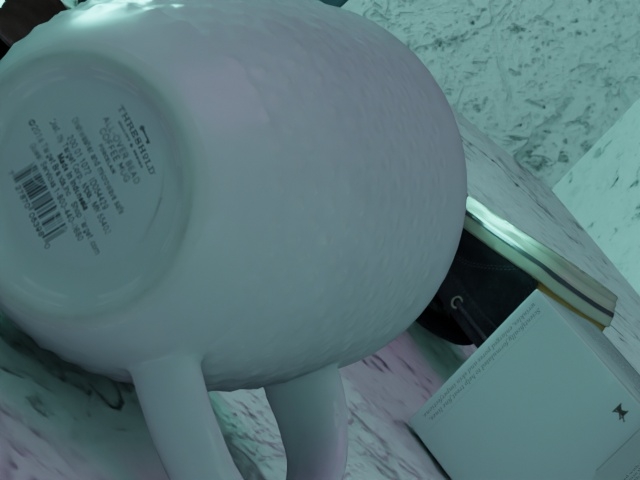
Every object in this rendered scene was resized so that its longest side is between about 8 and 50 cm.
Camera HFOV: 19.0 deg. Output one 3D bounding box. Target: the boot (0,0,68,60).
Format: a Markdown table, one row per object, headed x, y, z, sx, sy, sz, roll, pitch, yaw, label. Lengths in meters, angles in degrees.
| x | y | z | sx | sy | sz | roll | pitch | yaw | label |
| --- | --- | --- | --- | --- | --- | --- | --- | --- | --- |
| -0.281 | -0.206 | 1.676 | 0.248 | 0.090 | 0.207 | 45 | 8 | -9 | boot |

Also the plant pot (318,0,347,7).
| x | y | z | sx | sy | sz | roll | pitch | yaw | label |
| --- | --- | --- | --- | --- | --- | --- | --- | --- | --- |
| -0.126 | -0.351 | 2.503 | 0.290 | 0.195 | 0.290 | 42 | 10 | -9 | plant pot |

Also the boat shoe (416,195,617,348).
| x | y | z | sx | sy | sz | roll | pitch | yaw | label |
| --- | --- | --- | --- | --- | --- | --- | --- | --- | --- |
| 0.150 | 0.026 | 2.200 | 0.187 | 0.156 | 0.500 | 30 | 5 | -33 | boat shoe |

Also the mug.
| x | y | z | sx | sy | sz | roll | pitch | yaw | label |
| --- | --- | --- | --- | --- | --- | --- | --- | --- | --- |
| -0.070 | 0.011 | 1.254 | 0.328 | 0.276 | 0.374 | -3 | 77 | -68 | mug |

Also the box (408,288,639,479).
| x | y | z | sx | sy | sz | roll | pitch | yaw | label |
| --- | --- | --- | --- | --- | --- | --- | --- | --- | --- |
| 0.213 | 0.177 | 1.742 | 0.119 | 0.181 | 0.182 | 31 | 17 | -50 | box |

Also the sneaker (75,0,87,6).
| x | y | z | sx | sy | sz | roll | pitch | yaw | label |
| --- | --- | --- | --- | --- | --- | --- | --- | --- | --- |
| -0.246 | -0.270 | 2.155 | 0.097 | 0.084 | 0.234 | 21 | 5 | 13 | sneaker |
